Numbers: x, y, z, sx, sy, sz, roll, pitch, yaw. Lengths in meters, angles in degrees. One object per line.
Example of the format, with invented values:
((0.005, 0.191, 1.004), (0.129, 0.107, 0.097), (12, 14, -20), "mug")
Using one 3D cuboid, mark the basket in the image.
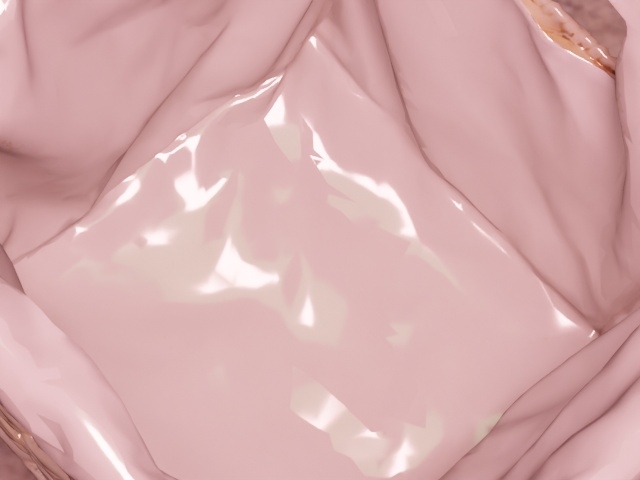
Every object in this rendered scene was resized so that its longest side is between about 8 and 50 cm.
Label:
((0.000, 0.000, 0.631), (0.331, 0.266, 0.328), (-41, 80, -19), "basket")
